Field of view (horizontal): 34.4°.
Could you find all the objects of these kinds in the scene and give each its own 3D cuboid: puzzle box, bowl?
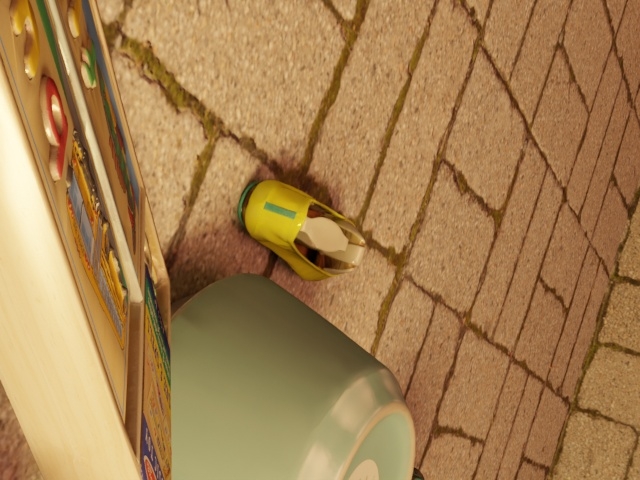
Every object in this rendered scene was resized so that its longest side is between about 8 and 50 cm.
[{"bbox_3d":[-0.145,-0.041,0.573,0.272,0.052,0.409,-100,-178,-51],"label":"puzzle box"},{"bbox_3d":[-0.029,0.194,0.858,0.311,0.163,0.311,-40,137,-52],"label":"bowl"}]

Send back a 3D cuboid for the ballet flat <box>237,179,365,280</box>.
[{"bbox_3d":[0.000,0.000,1.018,0.231,0.077,0.077,32,74,-63],"label":"ballet flat"}]

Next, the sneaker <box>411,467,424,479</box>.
[{"bbox_3d":[0.122,0.351,1.448,0.166,0.076,0.065,21,85,-64],"label":"sneaker"}]

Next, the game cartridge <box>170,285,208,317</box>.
[{"bbox_3d":[-0.126,0.196,0.909,0.196,0.060,0.294,-30,130,-60],"label":"game cartridge"}]
